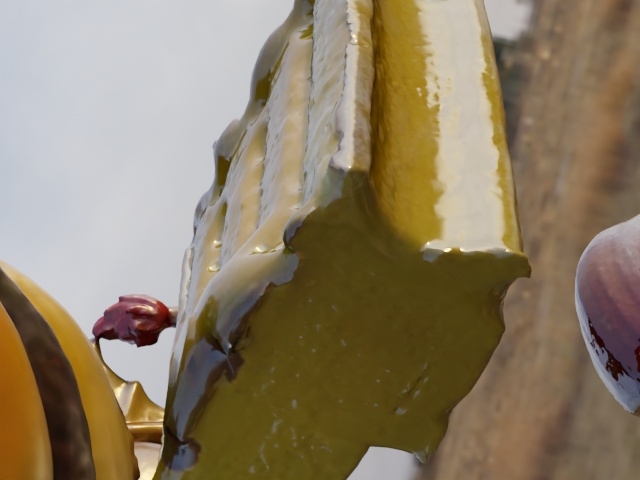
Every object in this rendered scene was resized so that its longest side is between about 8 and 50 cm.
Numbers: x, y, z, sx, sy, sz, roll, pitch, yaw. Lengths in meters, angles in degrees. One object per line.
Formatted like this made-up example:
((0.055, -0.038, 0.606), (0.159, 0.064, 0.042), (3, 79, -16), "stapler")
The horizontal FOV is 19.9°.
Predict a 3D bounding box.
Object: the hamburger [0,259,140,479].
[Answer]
((-0.305, 0.153, 1.100), (0.277, 0.396, 0.395), (42, -118, -76), "hamburger")

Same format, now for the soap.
((0.000, 0.000, 1.009), (0.259, 0.143, 0.281), (-59, 19, 33), "soap")

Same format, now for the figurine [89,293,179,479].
((-0.153, 0.242, 1.836), (0.387, 0.401, 0.268), (-57, -31, -44), "figurine")

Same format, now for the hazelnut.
((0.337, 0.066, 1.674), (0.181, 0.212, 0.181), (-156, 63, -67), "hazelnut")
